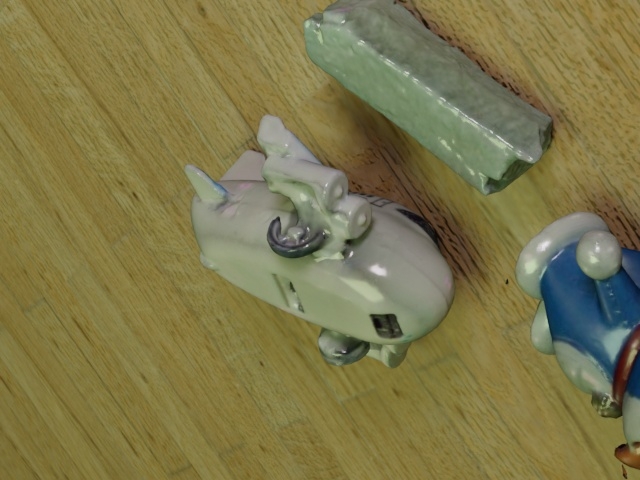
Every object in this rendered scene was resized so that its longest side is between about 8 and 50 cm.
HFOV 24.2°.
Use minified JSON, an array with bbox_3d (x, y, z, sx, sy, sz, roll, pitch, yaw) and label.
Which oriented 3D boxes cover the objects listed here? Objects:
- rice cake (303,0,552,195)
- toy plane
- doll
[{"bbox_3d":[0.082,-0.111,1.094,0.206,0.069,0.063,38,138,16],"label":"rice cake"},{"bbox_3d":[-0.003,0.004,1.226,0.267,0.123,0.267,33,157,16],"label":"toy plane"},{"bbox_3d":[0.238,0.089,1.007,0.257,0.161,0.215,34,168,41],"label":"doll"}]
